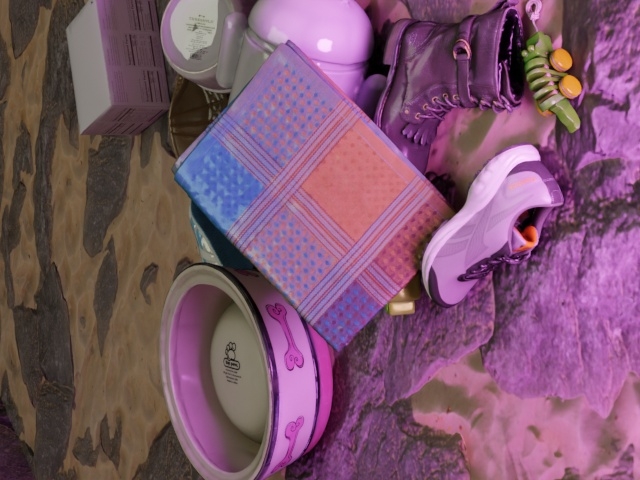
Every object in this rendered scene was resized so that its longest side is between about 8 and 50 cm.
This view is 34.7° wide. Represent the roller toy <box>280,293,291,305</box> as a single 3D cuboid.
[{"bbox_3d":[0.000,0.000,1.582,0.209,0.146,0.191,55,-158,-69],"label":"roller toy"}]

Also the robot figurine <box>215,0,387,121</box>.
[{"bbox_3d":[-0.033,-0.251,1.608,0.300,0.200,0.353,25,119,15],"label":"robot figurine"}]

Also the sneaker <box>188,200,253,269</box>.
[{"bbox_3d":[-0.210,0.009,2.009,0.092,0.087,0.228,-61,43,43],"label":"sneaker"}]

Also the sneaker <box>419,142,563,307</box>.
[{"bbox_3d":[0.219,0.002,1.339,0.108,0.100,0.271,56,137,29],"label":"sneaker"}]

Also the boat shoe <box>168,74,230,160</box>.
[{"bbox_3d":[-0.221,-0.292,1.991,0.110,0.122,0.341,7,-96,-79],"label":"boat shoe"}]

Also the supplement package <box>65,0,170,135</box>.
[{"bbox_3d":[-0.459,-0.389,2.302,0.204,0.145,0.261,-24,72,55],"label":"supplement package"}]

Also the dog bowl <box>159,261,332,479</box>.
[{"bbox_3d":[-0.134,0.235,1.838,0.408,0.150,0.407,13,106,54],"label":"dog bowl"}]

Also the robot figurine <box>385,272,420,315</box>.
[{"bbox_3d":[0.114,0.053,1.529,0.101,0.067,0.115,172,93,-87],"label":"robot figurine"}]

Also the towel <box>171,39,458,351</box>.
[{"bbox_3d":[-0.010,-0.064,1.460,0.271,0.040,0.370,-46,80,11],"label":"towel"}]

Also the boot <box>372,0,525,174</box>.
[{"bbox_3d":[0.179,-0.193,1.392,0.229,0.091,0.262,15,109,51],"label":"boot"}]

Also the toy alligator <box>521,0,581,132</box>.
[{"bbox_3d":[0.274,-0.220,1.273,0.056,0.051,0.189,-37,62,52],"label":"toy alligator"}]

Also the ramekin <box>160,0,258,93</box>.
[{"bbox_3d":[-0.191,-0.374,1.847,0.207,0.109,0.207,0,89,28],"label":"ramekin"}]
